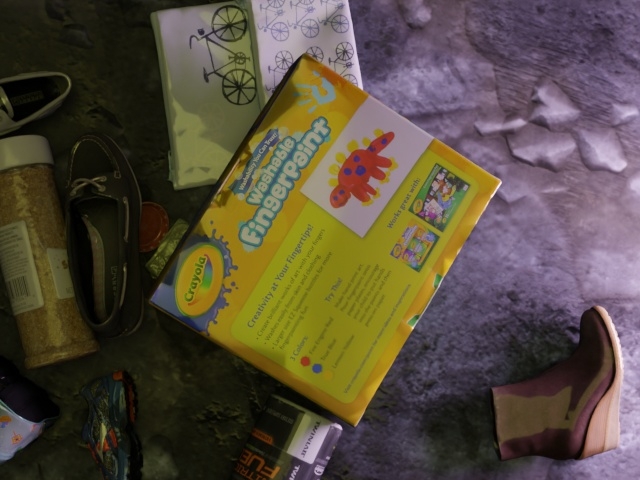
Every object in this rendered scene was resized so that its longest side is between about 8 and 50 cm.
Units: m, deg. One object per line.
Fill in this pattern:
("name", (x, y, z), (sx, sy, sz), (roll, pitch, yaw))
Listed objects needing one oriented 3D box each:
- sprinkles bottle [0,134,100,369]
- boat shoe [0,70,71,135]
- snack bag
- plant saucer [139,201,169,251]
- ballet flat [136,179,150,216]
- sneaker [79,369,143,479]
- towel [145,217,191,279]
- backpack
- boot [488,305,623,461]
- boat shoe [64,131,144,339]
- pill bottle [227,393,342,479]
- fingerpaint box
("sprinkles bottle", (-0.445, 0.019, 1.774), (0.121, 0.121, 0.355), (-15, 85, -6))
("boat shoe", (-0.506, -0.202, 1.754), (0.267, 0.088, 0.096), (-22, 92, -37))
("snack bag", (-0.102, -0.260, 1.876), (0.343, 0.037, 0.323), (-7, 85, -5))
("plant saucer", (-0.283, -0.023, 1.825), (0.083, 0.013, 0.083), (-13, 112, -33))
("ballet flat", (-0.331, -0.020, 1.833), (0.057, 0.049, 0.173), (38, 82, -41))
("sneaker", (-0.331, 0.317, 1.780), (0.087, 0.083, 0.221), (-7, 79, 8))
("towel", (-0.198, 0.043, 1.838), (0.148, 0.027, 0.110), (32, 83, 0))
("backpack", (-0.499, 0.258, 1.708), (0.166, 0.188, 0.144), (44, 82, 0))
("boot", (0.377, 0.232, 1.831), (0.207, 0.090, 0.248), (-2, 87, -7))
("boat shoe", (-0.337, -0.015, 1.746), (0.112, 0.095, 0.335), (-12, 80, 11))
("pill bottle", (-0.073, 0.373, 1.759), (0.130, 0.130, 0.245), (26, 82, -1))
("fingerpaint box", (0.000, 0.000, 1.771), (0.371, 0.163, 0.444), (32, 84, -8))
